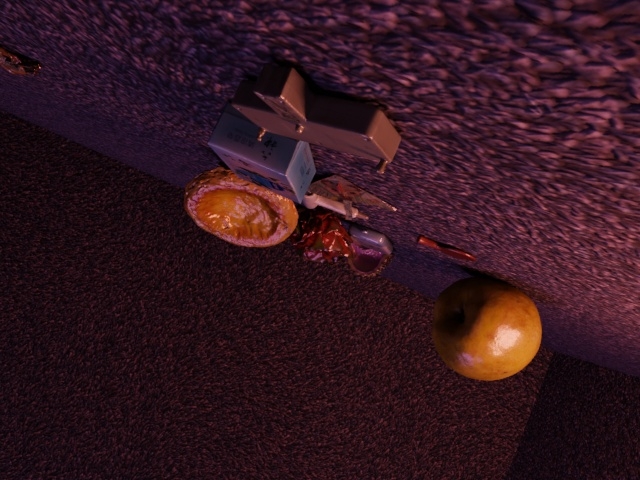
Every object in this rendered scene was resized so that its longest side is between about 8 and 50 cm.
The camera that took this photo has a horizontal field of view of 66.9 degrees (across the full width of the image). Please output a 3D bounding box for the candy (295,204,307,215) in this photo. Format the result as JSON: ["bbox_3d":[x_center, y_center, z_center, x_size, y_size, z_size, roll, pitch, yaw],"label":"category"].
[{"bbox_3d":[-0.061,-0.086,1.604,0.053,0.046,0.182,23,178,32],"label":"candy"}]

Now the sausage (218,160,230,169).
[{"bbox_3d":[-0.196,-0.175,1.368,0.199,0.028,0.025,25,-141,-21],"label":"sausage"}]

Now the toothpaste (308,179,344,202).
[{"bbox_3d":[-0.025,-0.125,1.094,0.204,0.031,0.049,21,171,-4],"label":"toothpaste"}]

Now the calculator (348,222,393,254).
[{"bbox_3d":[0.158,-0.004,1.514,0.121,0.039,0.210,20,174,21],"label":"calculator"}]

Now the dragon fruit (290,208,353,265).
[{"bbox_3d":[-0.004,-0.008,1.467,0.182,0.182,0.188,16,127,58],"label":"dragon fruit"}]

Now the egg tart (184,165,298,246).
[{"bbox_3d":[-0.214,-0.108,1.339,0.319,0.128,0.318,6,144,4],"label":"egg tart"}]

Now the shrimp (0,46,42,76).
[{"bbox_3d":[-0.712,-0.421,1.123,0.180,0.041,0.099,23,161,23],"label":"shrimp"}]

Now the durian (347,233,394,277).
[{"bbox_3d":[0.174,0.046,1.731,0.183,0.165,0.132,0,128,12],"label":"durian"}]

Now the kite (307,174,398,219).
[{"bbox_3d":[0.058,-0.086,1.061,0.230,0.012,0.250,15,167,14],"label":"kite"}]

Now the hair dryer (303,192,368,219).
[{"bbox_3d":[0.041,-0.088,1.189,0.183,0.044,0.155,18,176,4],"label":"hair dryer"}]

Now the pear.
[{"bbox_3d":[0.476,0.258,1.384,0.304,0.303,0.304,23,175,2],"label":"pear"}]

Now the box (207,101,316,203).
[{"bbox_3d":[-0.095,-0.148,0.873,0.143,0.083,0.232,24,177,6],"label":"box"}]

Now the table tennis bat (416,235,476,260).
[{"bbox_3d":[0.313,0.023,1.207,0.155,0.019,0.098,21,176,-5],"label":"table tennis bat"}]

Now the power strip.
[{"bbox_3d":[-0.024,-0.154,0.590,0.216,0.061,0.145,20,175,30],"label":"power strip"}]
